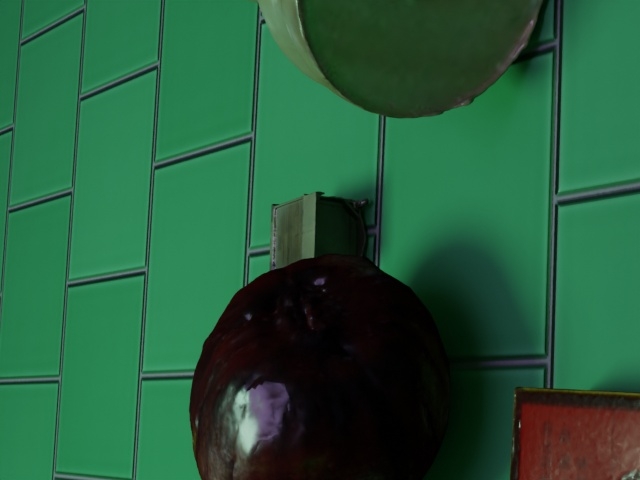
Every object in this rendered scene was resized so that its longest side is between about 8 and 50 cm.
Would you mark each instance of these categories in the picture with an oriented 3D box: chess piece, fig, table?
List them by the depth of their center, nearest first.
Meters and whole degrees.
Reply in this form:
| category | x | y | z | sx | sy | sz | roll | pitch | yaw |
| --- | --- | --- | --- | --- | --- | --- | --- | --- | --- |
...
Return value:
| category | x | y | z | sx | sy | sz | roll | pitch | yaw |
| --- | --- | --- | --- | --- | --- | --- | --- | --- | --- |
| fig | -0.004 | 0.143 | 1.302 | 0.224 | 0.224 | 0.263 | 46 | 120 | 53 |
| chess piece | -0.003 | -0.271 | 1.388 | 0.442 | 0.234 | 0.234 | 38 | 117 | 59 |
| table | 0.000 | 0.000 | 1.461 | 0.083 | 0.062 | 0.079 | -18 | 68 | 57 |

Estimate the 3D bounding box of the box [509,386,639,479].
| category | x | y | z | sx | sy | sz | roll | pitch | yaw |
| --- | --- | --- | --- | --- | --- | --- | --- | --- | --- |
| box | 0.220 | 0.176 | 1.044 | 0.240 | 0.074 | 0.153 | -5 | 75 | 58 |
